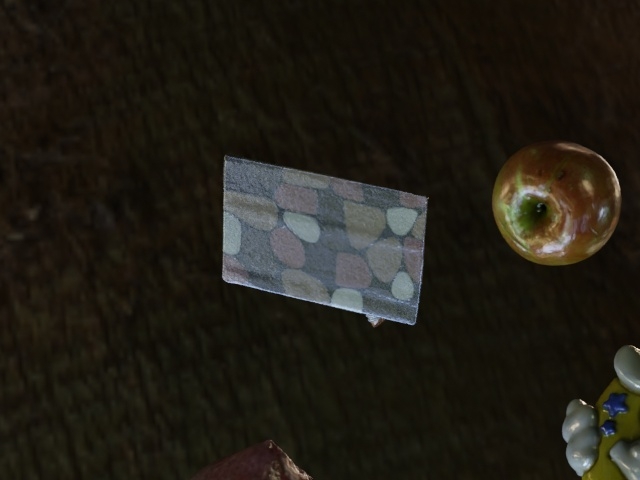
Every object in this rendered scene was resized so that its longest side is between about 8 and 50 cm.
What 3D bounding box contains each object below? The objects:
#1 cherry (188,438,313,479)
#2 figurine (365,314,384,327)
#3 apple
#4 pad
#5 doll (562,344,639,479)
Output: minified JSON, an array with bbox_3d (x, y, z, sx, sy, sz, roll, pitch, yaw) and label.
[{"bbox_3d":[-0.060,0.284,1.286,0.192,0.249,0.175,15,-161,25],"label":"cherry"},{"bbox_3d":[0.020,0.025,1.904,0.147,0.197,0.093,-29,175,-45],"label":"figurine"},{"bbox_3d":[0.360,-0.059,2.276,0.196,0.196,0.196,-8,149,-5],"label":"apple"},{"bbox_3d":[0.000,0.000,1.616,0.235,0.003,0.158,13,119,19],"label":"pad"},{"bbox_3d":[0.381,0.215,1.623,0.237,0.252,0.111,-36,133,12],"label":"doll"}]
